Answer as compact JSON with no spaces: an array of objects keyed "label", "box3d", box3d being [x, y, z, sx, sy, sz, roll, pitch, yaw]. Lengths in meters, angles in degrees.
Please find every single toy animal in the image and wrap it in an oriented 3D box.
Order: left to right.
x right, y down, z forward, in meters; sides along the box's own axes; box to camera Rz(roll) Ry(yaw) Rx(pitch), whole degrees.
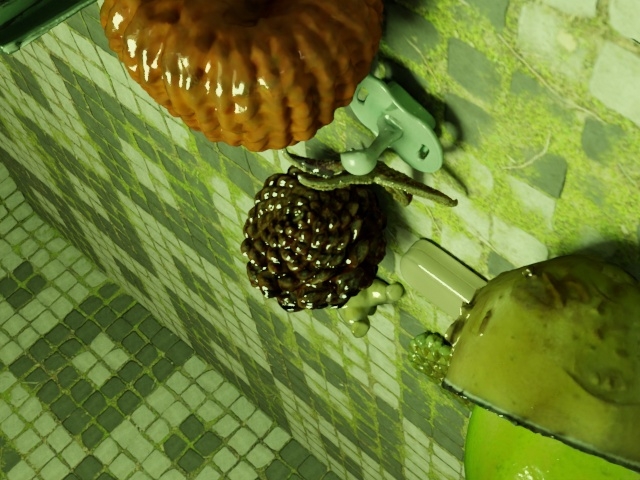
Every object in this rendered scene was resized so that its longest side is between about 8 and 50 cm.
[{"label":"toy animal","box3d":[0.021,0.054,1.419,0.233,0.121,0.168,40,177,-10]}]

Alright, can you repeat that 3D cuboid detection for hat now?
[{"label":"hat","box3d":[-0.078,-0.184,0.961,0.285,0.285,0.400,39,162,18]}]

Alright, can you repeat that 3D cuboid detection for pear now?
[{"label":"pear","box3d":[0.362,0.406,1.285,0.399,0.165,0.399,34,157,17]}]

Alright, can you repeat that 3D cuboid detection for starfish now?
[{"label":"starfish","box3d":[0.055,-0.078,1.050,0.213,0.057,0.238,18,-172,25]}]

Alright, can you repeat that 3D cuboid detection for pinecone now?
[{"label":"pinecone","box3d":[0.000,0.000,1.239,0.221,0.221,0.221,39,158,19]}]

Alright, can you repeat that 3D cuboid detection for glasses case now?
[{"label":"glasses case","box3d":[0.196,0.075,1.200,0.196,0.050,0.083,38,160,21]}]

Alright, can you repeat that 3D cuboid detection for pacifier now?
[{"label":"pacifier","box3d":[0.068,-0.119,0.995,0.150,0.116,0.127,45,165,-1]}]

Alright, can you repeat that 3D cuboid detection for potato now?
[{"label":"potato","box3d":[0.297,0.127,0.943,0.299,0.196,0.246,26,179,-41]}]

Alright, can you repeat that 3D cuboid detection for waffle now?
[{"label":"waffle","box3d":[0.223,0.230,1.452,0.183,0.036,0.169,38,158,19]}]

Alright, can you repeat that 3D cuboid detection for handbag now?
[{"label":"handbag","box3d":[-0.413,-0.361,1.271,0.247,0.260,0.079,16,140,54]}]
